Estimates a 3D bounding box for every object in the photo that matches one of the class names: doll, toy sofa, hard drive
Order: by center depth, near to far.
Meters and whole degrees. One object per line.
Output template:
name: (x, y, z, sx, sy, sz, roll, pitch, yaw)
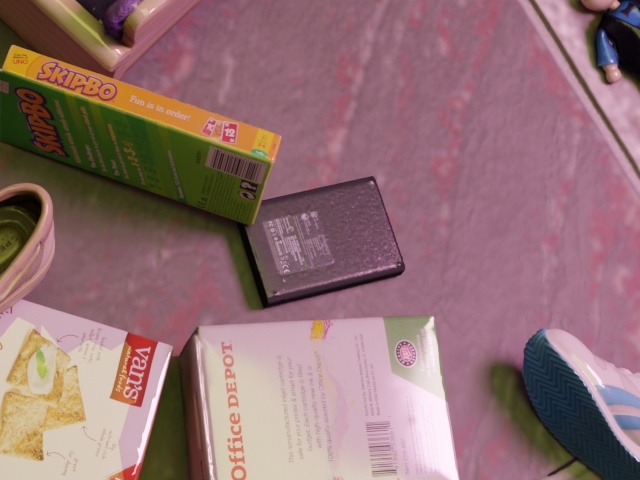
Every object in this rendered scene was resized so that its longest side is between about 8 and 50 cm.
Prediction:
toy sofa: (-0.122, -0.305, 1.620, 0.150, 0.177, 0.362, 43, 66, 2)
hard drive: (0.000, 0.000, 1.627, 0.135, 0.022, 0.094, -13, 74, -19)
doll: (0.332, -0.195, 1.777, 0.189, 0.046, 0.129, 40, 75, 8)

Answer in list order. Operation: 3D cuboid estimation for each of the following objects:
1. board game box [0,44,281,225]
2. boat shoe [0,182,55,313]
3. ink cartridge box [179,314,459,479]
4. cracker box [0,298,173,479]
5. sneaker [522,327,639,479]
board game box: (-0.168, -0.090, 1.546, 0.259, 0.124, 0.039, 16, 63, -3)
boat shoe: (-0.325, 0.062, 1.400, 0.302, 0.098, 0.109, -41, 83, -24)
ink cartridge box: (-0.005, 0.151, 1.534, 0.212, 0.093, 0.154, -2, 71, -18)
cracker box: (-0.253, 0.131, 1.485, 0.232, 0.067, 0.156, 17, 67, -10)
sneaker: (0.275, 0.157, 1.620, 0.228, 0.087, 0.092, 45, 59, -5)
